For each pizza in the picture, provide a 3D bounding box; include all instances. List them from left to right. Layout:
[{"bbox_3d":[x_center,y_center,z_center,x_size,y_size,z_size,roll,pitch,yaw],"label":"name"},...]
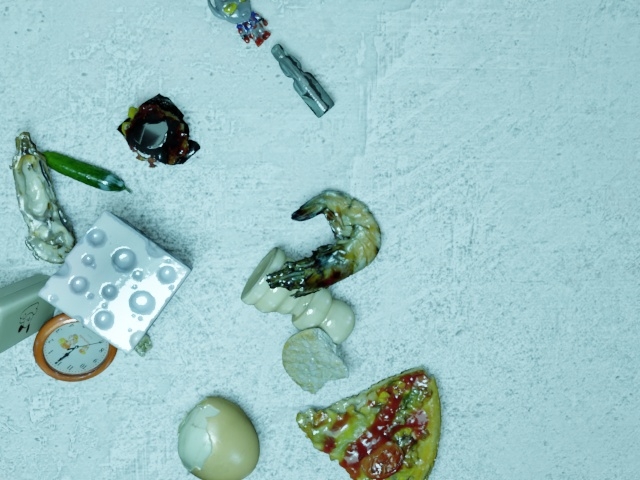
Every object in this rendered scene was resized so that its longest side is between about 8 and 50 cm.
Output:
[{"bbox_3d":[0.128,0.555,1.531,0.405,0.130,0.441,7,98,-7],"label":"pizza"}]

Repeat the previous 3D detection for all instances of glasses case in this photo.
[{"bbox_3d":[-0.729,0.174,1.321,0.070,0.313,0.131,20,96,-3],"label":"glasses case"}]

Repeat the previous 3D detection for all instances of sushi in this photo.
[{"bbox_3d":[-0.401,-0.260,1.363,0.153,0.150,0.172,-41,99,2],"label":"sushi"}]

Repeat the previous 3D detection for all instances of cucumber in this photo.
[{"bbox_3d":[-0.599,-0.171,1.412,0.249,0.056,0.056,20,96,-6],"label":"cucumber"}]

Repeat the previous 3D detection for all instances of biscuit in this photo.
[{"bbox_3d":[-0.012,0.323,1.473,0.188,0.040,0.266,12,131,7],"label":"biscuit"}]

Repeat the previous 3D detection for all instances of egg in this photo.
[{"bbox_3d":[-0.265,0.533,1.465,0.201,0.201,0.244,-45,110,3],"label":"egg"}]

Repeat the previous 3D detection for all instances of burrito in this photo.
[{"bbox_3d":[-0.513,0.225,1.479,0.058,0.045,0.188,-36,96,-14],"label":"burrito"}]

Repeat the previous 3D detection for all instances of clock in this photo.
[{"bbox_3d":[-0.639,0.277,1.455,0.205,0.051,0.206,-8,111,-21],"label":"clock"}]

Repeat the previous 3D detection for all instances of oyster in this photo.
[{"bbox_3d":[-0.697,-0.102,1.398,0.128,0.079,0.346,-2,109,14],"label":"oyster"}]

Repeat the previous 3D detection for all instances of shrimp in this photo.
[{"bbox_3d":[0.000,0.000,1.403,0.364,0.071,0.233,-22,84,-29],"label":"shrimp"}]

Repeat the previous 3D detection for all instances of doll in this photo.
[{"bbox_3d":[-0.206,-0.570,1.378,0.104,0.062,0.195,-42,105,4],"label":"doll"}]

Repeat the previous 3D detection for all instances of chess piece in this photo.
[{"bbox_3d":[-0.044,0.167,1.453,0.299,0.167,0.167,36,94,-12],"label":"chess piece"}]

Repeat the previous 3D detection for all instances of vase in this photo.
[{"bbox_3d":[-0.050,-0.410,1.411,0.060,0.060,0.211,-40,100,2],"label":"vase"}]

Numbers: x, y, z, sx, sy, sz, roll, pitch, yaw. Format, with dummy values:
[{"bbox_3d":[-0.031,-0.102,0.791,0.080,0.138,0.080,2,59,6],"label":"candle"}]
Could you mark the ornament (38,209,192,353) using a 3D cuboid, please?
[{"bbox_3d":[-0.477,0.097,1.345,0.239,0.240,0.240,37,82,-8],"label":"ornament"}]
